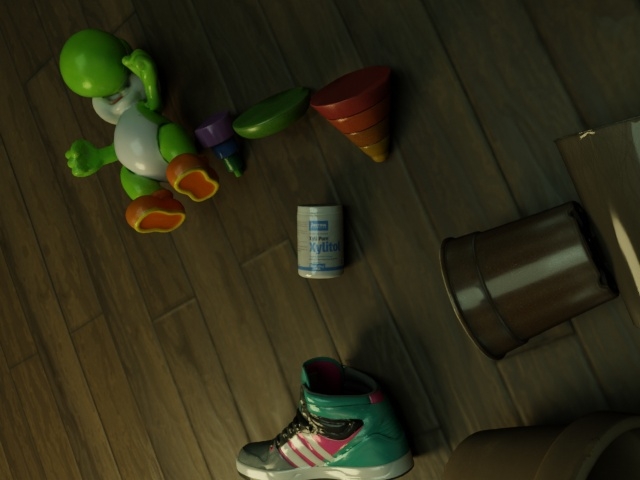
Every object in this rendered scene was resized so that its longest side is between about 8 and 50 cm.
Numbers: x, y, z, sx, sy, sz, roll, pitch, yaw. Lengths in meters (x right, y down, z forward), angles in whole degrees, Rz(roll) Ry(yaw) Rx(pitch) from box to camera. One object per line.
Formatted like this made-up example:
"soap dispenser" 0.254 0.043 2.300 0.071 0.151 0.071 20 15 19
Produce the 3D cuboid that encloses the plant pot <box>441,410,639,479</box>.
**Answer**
"plant pot" 0.273 0.317 0.929 0.229 0.263 0.262 1 97 54

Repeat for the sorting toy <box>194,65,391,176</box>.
"sorting toy" -0.032 -0.155 1.175 0.366 0.127 0.126 -7 121 38

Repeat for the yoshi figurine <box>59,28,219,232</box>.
"yoshi figurine" -0.317 -0.201 1.253 0.362 0.204 0.203 60 155 24

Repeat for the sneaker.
"sneaker" -0.016 0.268 1.174 0.296 0.124 0.178 -11 94 28

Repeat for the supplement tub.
"supplement tub" 0.000 0.000 1.168 0.071 0.071 0.107 3 98 35

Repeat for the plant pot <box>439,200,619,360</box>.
"plant pot" 0.258 0.041 0.947 0.165 0.167 0.166 -26 80 26

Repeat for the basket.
"basket" 0.381 -0.027 0.853 0.205 0.154 0.226 -12 92 37
